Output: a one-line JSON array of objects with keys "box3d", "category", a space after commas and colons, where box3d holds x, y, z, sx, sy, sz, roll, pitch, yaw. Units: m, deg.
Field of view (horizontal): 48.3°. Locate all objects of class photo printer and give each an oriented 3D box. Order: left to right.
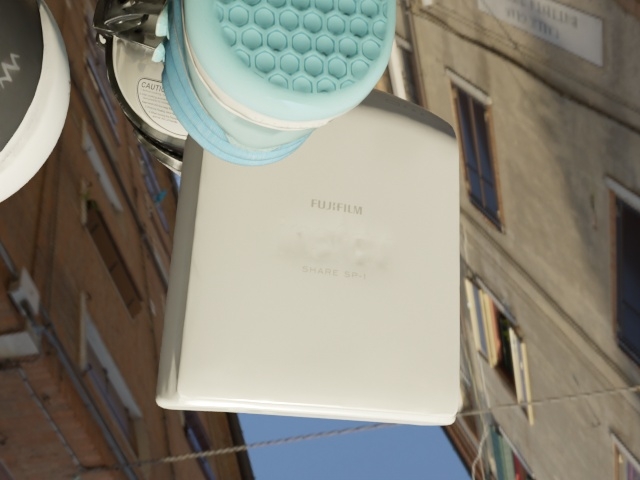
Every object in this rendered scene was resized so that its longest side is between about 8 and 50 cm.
[{"box3d": [0.000, 0.000, 0.633, 0.256, 0.107, 0.307, 8, -107, -14], "category": "photo printer"}]

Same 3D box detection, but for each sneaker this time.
[{"box3d": [-0.039, -0.195, 0.427, 0.127, 0.319, 0.208, 8, 167, -14], "category": "sneaker"}]

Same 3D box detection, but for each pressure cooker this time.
[{"box3d": [-0.123, -0.267, 1.107, 0.370, 0.420, 0.375, -26, -105, 6], "category": "pressure cooker"}]

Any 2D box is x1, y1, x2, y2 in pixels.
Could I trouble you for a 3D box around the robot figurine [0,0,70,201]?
[{"box3d": [-0.241, -0.107, 0.337, 0.173, 0.278, 0.209, 41, -93, 15], "category": "robot figurine"}]
